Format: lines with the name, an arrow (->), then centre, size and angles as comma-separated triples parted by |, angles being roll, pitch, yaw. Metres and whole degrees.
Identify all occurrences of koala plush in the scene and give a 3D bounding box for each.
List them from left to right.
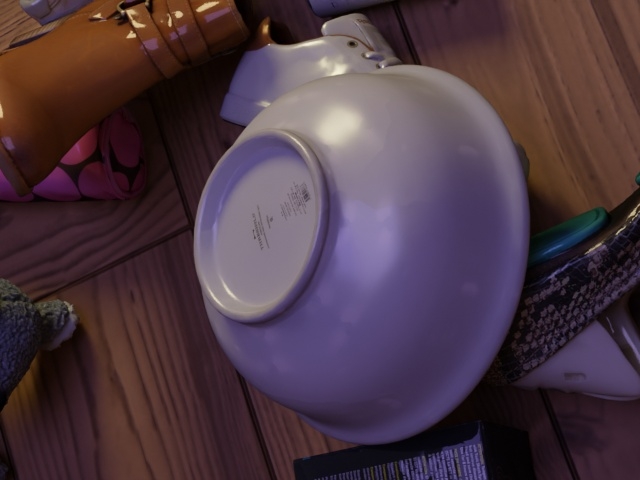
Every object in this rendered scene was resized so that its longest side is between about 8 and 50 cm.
koala plush -> -0.339, 0.108, 1.445 | 0.221, 0.196, 0.203 | -38, 57, 19

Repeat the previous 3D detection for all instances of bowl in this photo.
bowl -> 0.000, 0.000, 1.193 | 0.298, 0.134, 0.298 | -13, 72, 45

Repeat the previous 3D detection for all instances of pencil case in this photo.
pencil case -> -0.261, -0.085, 1.494 | 0.209, 0.095, 0.098 | 2, 76, 23

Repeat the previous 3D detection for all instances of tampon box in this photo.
tampon box -> 0.079, 0.208, 1.262 | 0.161, 0.120, 0.101 | -15, 74, 22

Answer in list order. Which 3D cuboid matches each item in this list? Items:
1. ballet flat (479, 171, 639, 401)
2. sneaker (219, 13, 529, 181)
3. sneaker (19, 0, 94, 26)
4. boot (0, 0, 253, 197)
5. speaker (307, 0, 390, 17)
ballet flat -> 0.257, 0.010, 1.209 | 0.483, 0.164, 0.182 | -37, 88, 13
sneaker -> 0.049, -0.124, 1.343 | 0.290, 0.106, 0.123 | 18, 91, 28
sneaker -> -0.260, -0.302, 1.515 | 0.090, 0.115, 0.232 | -23, 72, 20
boot -> -0.165, -0.143, 1.367 | 0.220, 0.283, 0.109 | -17, 109, 10
speaker -> 0.056, -0.232, 1.389 | 0.136, 0.055, 0.055 | -11, 76, 24
